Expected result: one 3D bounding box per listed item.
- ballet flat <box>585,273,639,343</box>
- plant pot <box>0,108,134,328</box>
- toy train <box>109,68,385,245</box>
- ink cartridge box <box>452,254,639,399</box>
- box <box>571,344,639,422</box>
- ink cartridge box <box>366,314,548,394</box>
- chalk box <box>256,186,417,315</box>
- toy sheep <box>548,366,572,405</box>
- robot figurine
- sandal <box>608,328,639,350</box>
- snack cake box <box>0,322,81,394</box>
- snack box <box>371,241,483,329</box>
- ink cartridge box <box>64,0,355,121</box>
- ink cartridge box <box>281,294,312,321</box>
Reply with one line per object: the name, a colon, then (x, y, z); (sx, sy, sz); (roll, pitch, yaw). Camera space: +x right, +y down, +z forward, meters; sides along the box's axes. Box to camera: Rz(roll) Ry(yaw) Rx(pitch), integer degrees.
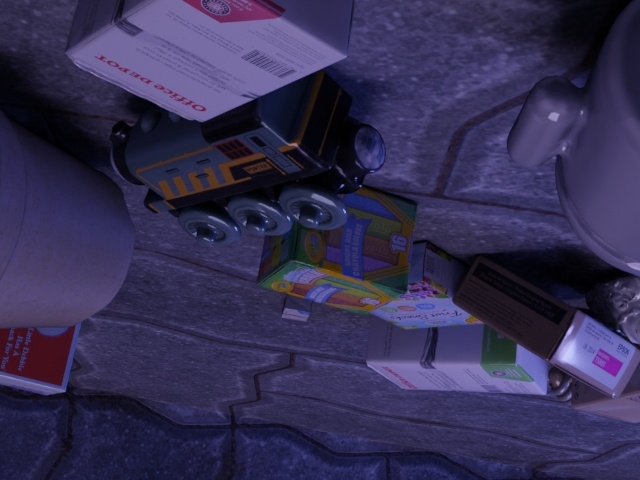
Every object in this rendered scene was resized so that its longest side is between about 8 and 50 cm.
ballet flat: (0.512, 0.096, 1.367); (0.147, 0.147, 0.409); (18, 159, -24)
plant pot: (-0.408, -0.017, 1.232); (0.333, 0.334, 0.305); (-2, 169, 27)
toy train: (-0.090, -0.097, 1.104); (0.334, 0.142, 0.190); (-9, 142, 44)
ink cartridge box: (0.337, 0.129, 1.479); (0.193, 0.088, 0.234); (31, -179, 44)
box: (0.571, 0.220, 1.693); (0.148, 0.121, 0.311); (15, 159, -14)
ink cartridge box: (0.243, 0.191, 1.759); (0.272, 0.115, 0.198); (-2, 157, 27)
chalk box: (0.000, 0.000, 1.314); (0.213, 0.132, 0.132); (15, 159, -18)
toy sheep: (0.502, 0.285, 1.957); (0.132, 0.091, 0.091); (31, 156, -7)
robot figurine: (0.314, -0.087, 0.844); (0.299, 0.200, 0.353); (9, 160, 4)
sandal: (0.434, 0.160, 1.645); (0.180, 0.049, 0.072); (25, 157, 19)
snack cake box: (-0.454, 0.096, 1.571); (0.152, 0.264, 0.089); (21, 158, -29)
snack box: (0.147, 0.076, 1.553); (0.174, 0.070, 0.207); (-10, 155, 40)
ink cartridge box: (-0.098, -0.196, 0.879); (0.158, 0.092, 0.218); (24, 153, -36)
ink cartridge box: (-0.044, 0.126, 1.829); (0.048, 0.028, 0.083); (10, 161, -4)
